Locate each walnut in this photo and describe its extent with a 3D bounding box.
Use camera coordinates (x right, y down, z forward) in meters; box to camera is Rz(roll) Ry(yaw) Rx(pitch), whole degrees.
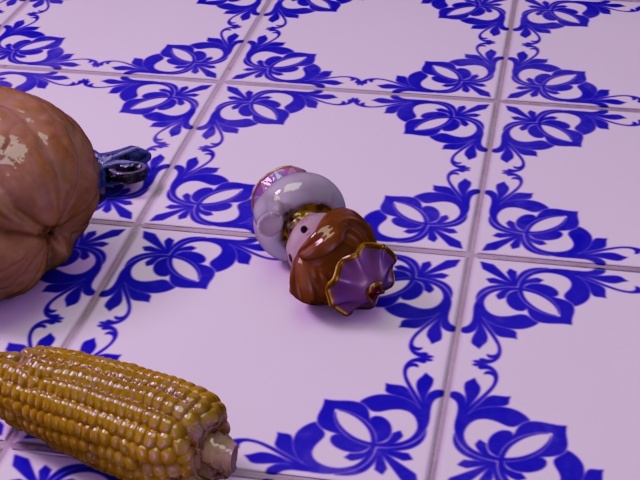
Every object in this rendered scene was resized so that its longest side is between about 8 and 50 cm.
[{"bbox_3d":[-0.449,-0.066,1.791,0.285,0.285,0.296,30,80,39],"label":"walnut"}]

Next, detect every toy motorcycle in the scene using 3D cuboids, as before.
[{"bbox_3d":[-0.369,-0.113,2.040,0.205,0.076,0.114,-2,25,-3],"label":"toy motorcycle"}]

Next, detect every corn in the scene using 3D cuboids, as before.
[{"bbox_3d":[-0.242,0.197,1.491,0.347,0.130,0.130,15,36,24],"label":"corn"}]

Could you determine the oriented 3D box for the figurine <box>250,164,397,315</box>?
[{"bbox_3d":[0.000,0.000,1.785,0.189,0.142,0.263,8,25,-32],"label":"figurine"}]
